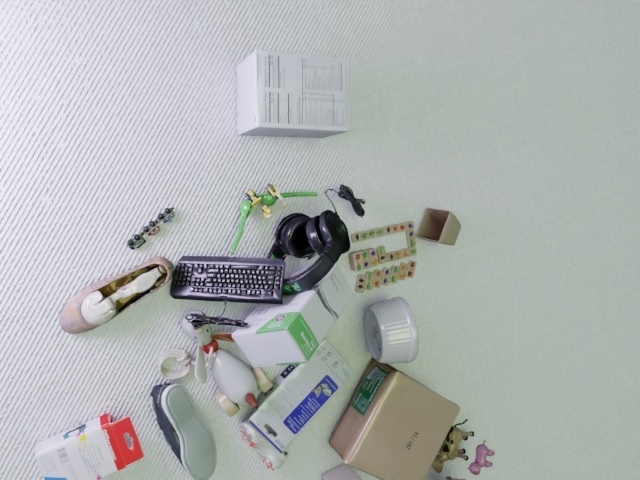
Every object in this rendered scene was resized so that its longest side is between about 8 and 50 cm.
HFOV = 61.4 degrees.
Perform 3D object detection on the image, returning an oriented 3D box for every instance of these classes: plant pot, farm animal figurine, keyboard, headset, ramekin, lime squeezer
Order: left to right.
[{"bbox_3d":[-0.252,0.139,1.428,0.318,0.033,0.201,1,76,15],"label":"keyboard"},{"bbox_3d":[-0.157,-0.092,1.537,0.310,0.058,0.110,-36,64,-20],"label":"lime squeezer"},{"bbox_3d":[0.000,0.000,1.547,0.185,0.244,0.394,48,58,-31],"label":"headset"},{"bbox_3d":[0.213,0.283,1.676,0.109,0.207,0.206,-7,97,-15],"label":"ramekin"},{"bbox_3d":[0.400,-0.038,1.786,0.096,0.109,0.109,24,85,-36],"label":"plant pot"},{"bbox_3d":[0.452,0.826,1.821,0.172,0.330,0.326,19,115,-27],"label":"farm animal figurine"}]

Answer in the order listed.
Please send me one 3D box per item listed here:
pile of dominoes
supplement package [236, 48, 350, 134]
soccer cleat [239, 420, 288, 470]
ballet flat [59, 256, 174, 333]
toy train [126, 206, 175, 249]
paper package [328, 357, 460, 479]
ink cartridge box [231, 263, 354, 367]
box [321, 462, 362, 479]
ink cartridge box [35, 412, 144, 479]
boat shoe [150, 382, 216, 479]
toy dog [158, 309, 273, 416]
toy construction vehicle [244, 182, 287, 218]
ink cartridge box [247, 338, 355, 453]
[{"bbox_3d":[0.213,0.054,1.741,0.252,0.040,0.195,-12,99,-22],"label":"pile of dominoes"},{"bbox_3d":[-0.078,-0.392,1.485,0.263,0.199,0.197,-2,95,-24],"label":"supplement package"},{"bbox_3d":[-0.169,0.599,1.609,0.076,0.068,0.196,-43,112,-30],"label":"soccer cleat"},{"bbox_3d":[-0.522,0.138,1.385,0.316,0.106,0.107,-36,107,-17],"label":"ballet flat"},{"bbox_3d":[-0.449,-0.032,1.446,0.158,0.027,0.036,-44,113,-14],"label":"toy train"},{"bbox_3d":[0.234,0.594,1.727,0.310,0.168,0.324,34,81,-23],"label":"paper package"},{"bbox_3d":[-0.067,0.201,1.477,0.121,0.211,0.289,60,42,-17],"label":"ink cartridge box"},{"bbox_3d":[0.110,0.796,1.628,0.094,0.275,0.113,-19,103,-22],"label":"box"},{"bbox_3d":[-0.595,0.547,1.402,0.231,0.078,0.134,-19,103,-21],"label":"ink cartridge box"},{"bbox_3d":[-0.379,0.528,1.494,0.114,0.091,0.302,-26,104,-48],"label":"boat shoe"},{"bbox_3d":[-0.263,0.355,1.488,0.334,0.161,0.220,37,79,-22],"label":"toy dog"},{"bbox_3d":[-0.150,-0.116,1.504,0.086,0.035,0.098,-37,95,-19],"label":"toy construction vehicle"},{"bbox_3d":[-0.062,0.462,1.640,0.333,0.065,0.165,-44,110,-17],"label":"ink cartridge box"}]
